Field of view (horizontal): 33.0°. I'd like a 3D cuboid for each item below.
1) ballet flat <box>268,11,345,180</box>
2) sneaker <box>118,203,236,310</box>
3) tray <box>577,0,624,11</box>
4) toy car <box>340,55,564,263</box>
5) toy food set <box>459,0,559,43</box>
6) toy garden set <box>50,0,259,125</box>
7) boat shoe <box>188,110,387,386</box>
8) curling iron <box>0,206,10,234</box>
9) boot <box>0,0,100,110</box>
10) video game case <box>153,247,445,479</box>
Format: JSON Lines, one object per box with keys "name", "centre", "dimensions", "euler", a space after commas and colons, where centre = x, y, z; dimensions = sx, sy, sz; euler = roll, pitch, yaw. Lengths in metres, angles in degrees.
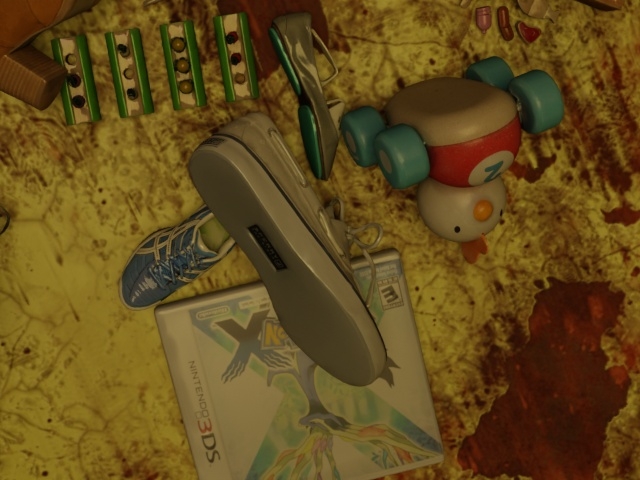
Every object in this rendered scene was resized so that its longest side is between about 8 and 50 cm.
{"name": "ballet flat", "centre": [-0.003, -0.182, 1.349], "dimensions": [0.068, 0.072, 0.213], "euler": [-20, 102, -12]}
{"name": "sneaker", "centre": [-0.173, 0.012, 1.360], "dimensions": [0.211, 0.081, 0.080], "euler": [-41, 101, 3]}
{"name": "tray", "centre": [0.209, -0.448, 1.319], "dimensions": [0.411, 0.076, 0.202], "euler": [19, 97, -9]}
{"name": "toy car", "centre": [0.177, -0.073, 1.328], "dimensions": [0.219, 0.210, 0.238], "euler": [-23, 114, -12]}
{"name": "toy food set", "centre": [0.237, -0.291, 1.377], "dimensions": [0.122, 0.019, 0.078], "euler": [29, 97, -17]}
{"name": "toy garden set", "centre": [-0.211, -0.258, 1.327], "dimensions": [0.244, 0.049, 0.203], "euler": [-9, 100, -3]}
{"name": "boat shoe", "centre": [-0.006, 0.000, 1.324], "dimensions": [0.156, 0.136, 0.367], "euler": [-46, 108, -36]}
{"name": "curling iron", "centre": [-0.454, -0.121, 1.333], "dimensions": [0.068, 0.035, 0.274], "euler": [-15, 99, 36]}
{"name": "boot", "centre": [-0.360, -0.313, 1.241], "dimensions": [0.211, 0.104, 0.295], "euler": [33, 116, 3]}
{"name": "video game case", "centre": [-0.024, 0.191, 1.427], "dimensions": [0.329, 0.036, 0.299], "euler": [-14, 101, -3]}
